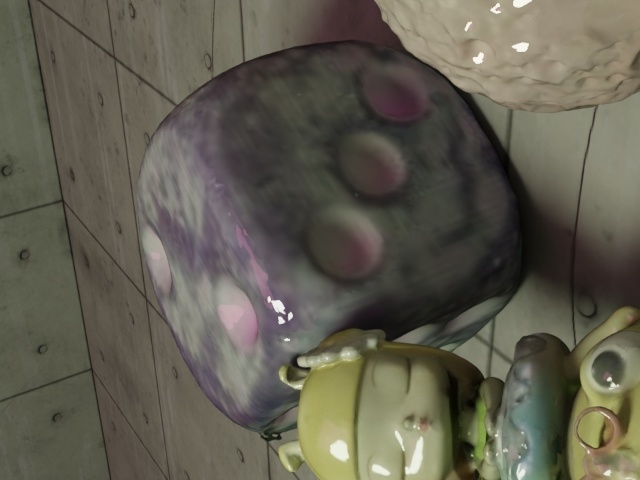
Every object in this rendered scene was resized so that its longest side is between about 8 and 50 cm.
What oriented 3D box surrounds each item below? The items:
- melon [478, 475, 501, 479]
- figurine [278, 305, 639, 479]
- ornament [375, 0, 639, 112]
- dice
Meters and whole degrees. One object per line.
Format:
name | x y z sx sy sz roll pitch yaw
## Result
melon | 0.174 0.235 0.870 0.139 0.139 0.192 58 148 26
figurine | 0.156 0.134 0.677 0.394 0.274 0.227 -1 82 23
ornament | 0.135 -0.203 0.572 0.259 0.225 0.259 43 142 45
dice | 0.000 0.000 0.907 0.271 0.270 0.270 61 151 19
